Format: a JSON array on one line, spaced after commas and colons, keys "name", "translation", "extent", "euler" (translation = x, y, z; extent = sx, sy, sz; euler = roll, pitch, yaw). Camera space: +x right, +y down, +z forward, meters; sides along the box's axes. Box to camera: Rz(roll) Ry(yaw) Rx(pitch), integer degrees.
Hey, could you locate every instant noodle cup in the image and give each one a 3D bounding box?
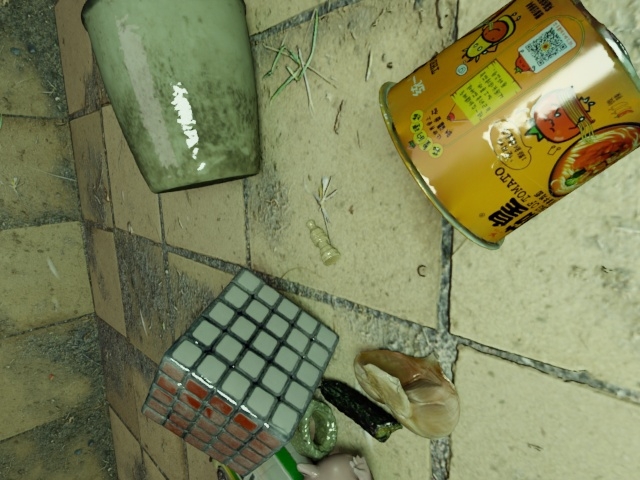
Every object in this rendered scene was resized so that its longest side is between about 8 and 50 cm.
[{"name": "instant noodle cup", "translation": [0.189, -0.122, 0.389], "extent": [0.172, 0.216, 0.215], "euler": [-36, 72, 36]}]

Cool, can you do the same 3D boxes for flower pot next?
[{"name": "flower pot", "translation": [-0.252, -0.271, 0.779], "extent": [0.294, 0.294, 0.329], "euler": [-2, 104, 47]}]

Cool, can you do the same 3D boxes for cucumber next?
[{"name": "cucumber", "translation": [0.064, 0.298, 0.719], "extent": [0.182, 0.053, 0.053], "euler": [20, 113, 45]}]

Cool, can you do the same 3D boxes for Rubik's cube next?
[{"name": "Rubik's cube", "translation": [-0.144, 0.237, 0.737], "extent": [0.238, 0.236, 0.237], "euler": [35, 131, -3]}]

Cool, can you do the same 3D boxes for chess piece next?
[{"name": "chess piece", "translation": [0.000, 0.000, 0.735], "extent": [0.092, 0.035, 0.035], "euler": [59, 134, 26]}]

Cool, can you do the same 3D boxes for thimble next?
[{"name": "thimble", "translation": [-0.016, 0.368, 0.791], "extent": [0.062, 0.085, 0.109], "euler": [-26, 75, 46]}]

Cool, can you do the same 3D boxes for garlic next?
[{"name": "garlic", "translation": [0.125, 0.221, 0.613], "extent": [0.175, 0.099, 0.123], "euler": [25, 135, 46]}]

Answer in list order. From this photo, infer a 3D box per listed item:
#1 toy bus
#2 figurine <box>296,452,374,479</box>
[{"name": "toy bus", "translation": [-0.099, 0.521, 0.872], "extent": [0.305, 0.143, 0.178], "euler": [39, 123, 36]}, {"name": "figurine", "translation": [0.075, 0.482, 0.664], "extent": [0.288, 0.186, 0.176], "euler": [19, 141, 26]}]
